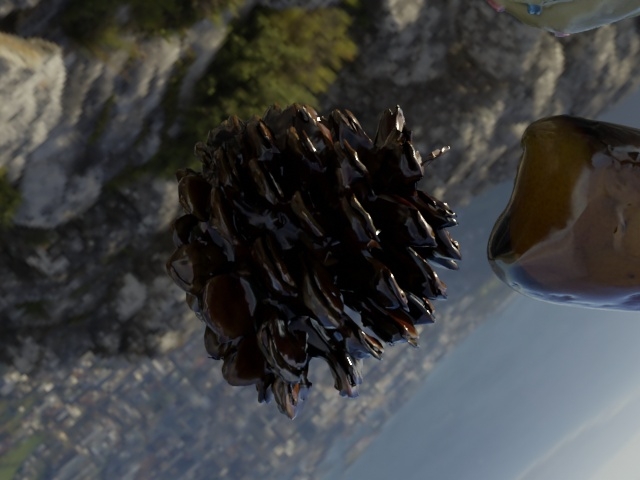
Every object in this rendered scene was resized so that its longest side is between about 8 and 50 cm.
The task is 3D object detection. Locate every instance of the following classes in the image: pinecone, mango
[{"bbox_3d":[0.000,0.000,0.841,0.221,0.221,0.221,-39,162,-16],"label":"pinecone"},{"bbox_3d":[0.284,-0.015,1.086,0.287,0.152,0.201,5,167,-21],"label":"mango"}]

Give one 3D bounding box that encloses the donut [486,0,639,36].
[{"bbox_3d":[0.101,-0.149,0.491,0.065,0.166,0.108,1,147,-31],"label":"donut"}]
